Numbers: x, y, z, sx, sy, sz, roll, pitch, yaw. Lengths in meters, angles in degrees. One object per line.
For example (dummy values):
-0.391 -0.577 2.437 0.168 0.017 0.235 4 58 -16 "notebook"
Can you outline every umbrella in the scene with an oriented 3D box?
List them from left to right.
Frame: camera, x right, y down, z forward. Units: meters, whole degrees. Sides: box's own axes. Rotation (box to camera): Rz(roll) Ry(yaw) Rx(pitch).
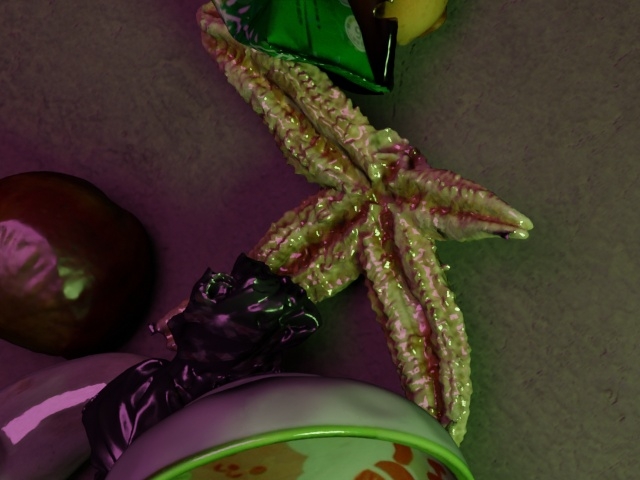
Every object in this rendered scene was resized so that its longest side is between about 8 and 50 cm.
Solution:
-0.118 0.132 1.690 0.122 0.110 0.272 35 101 -9 "umbrella"

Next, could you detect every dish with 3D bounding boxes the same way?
-0.039 0.195 1.603 0.324 0.324 0.124 -25 52 16 "dish"

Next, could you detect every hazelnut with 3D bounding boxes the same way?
-0.259 0.025 1.833 0.201 0.160 0.170 35 96 -7 "hazelnut"

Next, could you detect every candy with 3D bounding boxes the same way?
-0.031 -0.205 1.704 0.203 0.141 0.078 51 126 40 "candy"

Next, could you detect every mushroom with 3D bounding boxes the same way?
-0.222 0.165 1.795 0.270 0.103 0.118 -25 91 14 "mushroom"

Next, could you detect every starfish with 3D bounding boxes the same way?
0.000 0.000 1.739 0.432 0.082 0.324 31 109 30 "starfish"

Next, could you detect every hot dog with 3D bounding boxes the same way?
0.066 -0.303 1.765 0.194 0.107 0.326 24 114 53 "hot dog"
